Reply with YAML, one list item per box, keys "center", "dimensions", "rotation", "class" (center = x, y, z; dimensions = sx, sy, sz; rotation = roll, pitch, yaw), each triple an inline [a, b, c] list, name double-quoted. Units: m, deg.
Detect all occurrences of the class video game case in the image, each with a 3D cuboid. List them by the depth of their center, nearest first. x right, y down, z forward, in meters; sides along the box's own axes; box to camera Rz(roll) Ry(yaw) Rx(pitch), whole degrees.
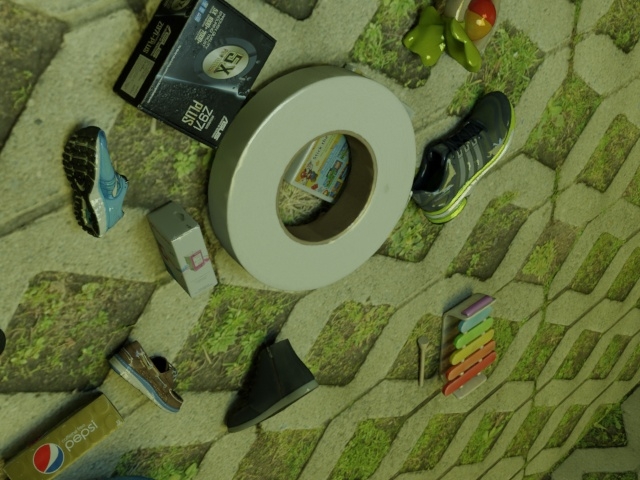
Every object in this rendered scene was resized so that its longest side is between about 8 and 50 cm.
- center: [0.057, -0.175, 1.291]
  dimensions: [0.206, 0.026, 0.227]
  rotation: [21, 102, -50]
  class: "video game case"

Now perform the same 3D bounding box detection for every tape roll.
- center: [-0.003, -0.098, 1.208]
  dimensions: [0.391, 0.072, 0.392]
  rotation: [-20, 127, -30]
  class: "tape roll"

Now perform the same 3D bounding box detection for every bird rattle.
- center: [0.260, -0.423, 1.282]
  dimensions: [0.207, 0.143, 0.254]
  rotation: [17, 91, -61]
  class: "bird rattle"

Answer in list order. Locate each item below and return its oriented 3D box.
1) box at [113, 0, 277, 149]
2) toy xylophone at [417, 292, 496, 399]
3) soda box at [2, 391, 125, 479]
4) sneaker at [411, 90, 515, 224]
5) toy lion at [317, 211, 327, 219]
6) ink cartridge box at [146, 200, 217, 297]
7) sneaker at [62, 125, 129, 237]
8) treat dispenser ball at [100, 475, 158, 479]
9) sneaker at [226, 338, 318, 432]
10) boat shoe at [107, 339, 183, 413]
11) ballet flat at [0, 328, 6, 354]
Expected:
- center: [-0.170, -0.240, 0.980]
  dimensions: [0.147, 0.077, 0.180]
  rotation: [26, 97, -51]
  class: "box"
- center: [0.361, 0.285, 1.867]
  dimensions: [0.236, 0.081, 0.323]
  rotation: [-34, 136, -22]
  class: "toy xylophone"
- center: [-0.405, 0.321, 1.135]
  dimensions: [0.181, 0.058, 0.061]
  rotation: [-37, 96, -21]
  class: "soda box"
- center: [0.288, -0.178, 1.457]
  dimensions: [0.121, 0.111, 0.300]
  rotation: [30, 92, -46]
  class: "sneaker"
- center: [0.000, 0.000, 1.354]
  dimensions: [0.096, 0.034, 0.100]
  rotation: [-49, 141, 4]
  class: "toy lion"
- center: [-0.213, 0.013, 1.104]
  dimensions: [0.052, 0.088, 0.123]
  rotation: [-30, 134, -23]
  class: "ink cartridge box"
- center: [-0.303, -0.087, 0.984]
  dimensions: [0.073, 0.063, 0.162]
  rotation: [-38, 145, -45]
  class: "sneaker"
- center: [-0.334, 0.548, 1.203]
  dimensions: [0.288, 0.288, 0.288]
  rotation: [-25, 132, -31]
  class: "treat dispenser ball"
- center: [-0.114, 0.289, 1.415]
  dimensions: [0.222, 0.118, 0.083]
  rotation: [-35, 166, 20]
  class: "sneaker"
- center: [-0.278, 0.233, 1.211]
  dimensions: [0.066, 0.066, 0.183]
  rotation: [-47, 140, -12]
  class: "boat shoe"
- center: [-0.530, 0.177, 0.900]
  dimensions: [0.280, 0.096, 0.095]
  rotation: [-11, 123, -40]
  class: "ballet flat"
